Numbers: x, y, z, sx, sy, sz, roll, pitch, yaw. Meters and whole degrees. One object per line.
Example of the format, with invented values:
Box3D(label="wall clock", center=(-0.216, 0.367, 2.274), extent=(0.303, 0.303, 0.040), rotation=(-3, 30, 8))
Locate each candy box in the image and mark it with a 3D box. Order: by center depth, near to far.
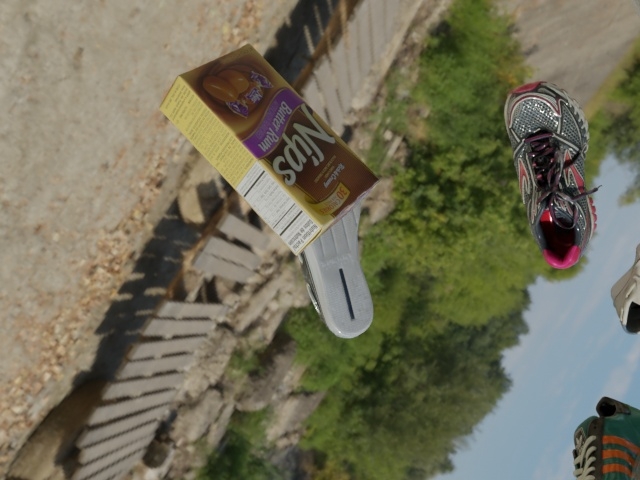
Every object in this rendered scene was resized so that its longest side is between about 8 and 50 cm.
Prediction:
Box3D(label="candy box", center=(-0.044, -0.088, 0.737), extent=(0.053, 0.187, 0.109), rotation=(-44, 178, 43))

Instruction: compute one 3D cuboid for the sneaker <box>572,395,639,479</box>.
Box3D(label="sneaker", center=(0.422, 0.345, 1.195), extent=(0.302, 0.121, 0.108), rotation=(-33, 150, -49))

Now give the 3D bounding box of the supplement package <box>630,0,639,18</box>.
Box3D(label="supplement package", center=(0.583, -0.350, 1.089), extent=(0.198, 0.199, 0.263), rotation=(102, -19, -56))

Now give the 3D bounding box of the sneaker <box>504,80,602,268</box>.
Box3D(label="sneaker", center=(0.362, -0.101, 1.227), extent=(0.120, 0.299, 0.112), rotation=(-11, -159, 31))

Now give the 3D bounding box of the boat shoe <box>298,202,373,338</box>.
Box3D(label="boat shoe", center=(0.000, 0.000, 1.342), extent=(0.121, 0.336, 0.119), rotation=(-10, -176, -26))

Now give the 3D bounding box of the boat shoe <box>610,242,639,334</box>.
Box3D(label="boat shoe", center=(0.534, 0.073, 1.268), extent=(0.268, 0.096, 0.088), rotation=(99, -8, -61))
